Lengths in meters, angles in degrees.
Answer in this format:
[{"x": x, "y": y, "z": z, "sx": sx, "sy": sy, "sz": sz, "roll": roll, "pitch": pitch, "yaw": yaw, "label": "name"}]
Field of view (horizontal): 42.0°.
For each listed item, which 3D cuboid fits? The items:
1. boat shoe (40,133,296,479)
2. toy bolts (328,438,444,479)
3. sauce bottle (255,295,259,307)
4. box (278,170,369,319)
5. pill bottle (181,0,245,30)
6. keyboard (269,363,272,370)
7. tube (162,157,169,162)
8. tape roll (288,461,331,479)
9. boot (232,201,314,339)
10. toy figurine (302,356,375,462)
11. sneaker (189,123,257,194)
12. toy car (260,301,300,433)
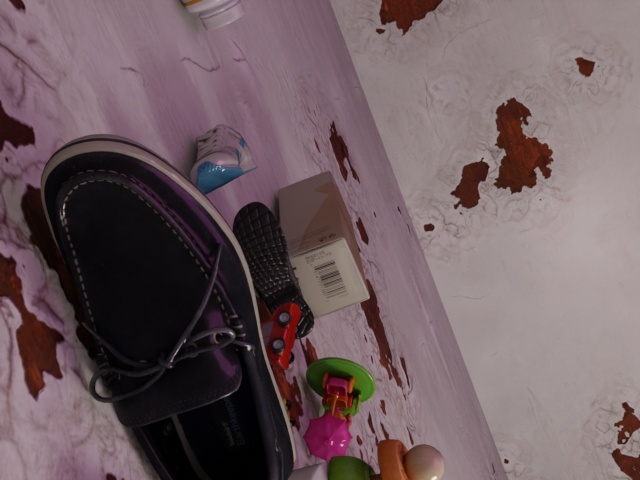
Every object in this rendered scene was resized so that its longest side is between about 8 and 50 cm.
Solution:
[{"x": -0.153, "y": 0.120, "z": 0.912, "sx": 0.156, "sy": 0.186, "sz": 0.500, "roll": -90, "pitch": 162, "yaw": -65, "label": "boat shoe"}, {"x": 0.132, "y": 0.421, "z": 1.213, "sx": 0.228, "sy": 0.158, "sz": 0.218, "roll": 57, "pitch": 20, "yaw": -43, "label": "toy bolts"}, {"x": -0.118, "y": 0.125, "z": 1.292, "sx": 0.128, "sy": 0.042, "sz": 0.042, "roll": -71, "pitch": 140, "yaw": -67, "label": "sauce bottle"}, {"x": 0.000, "y": 0.000, "z": 1.616, "sx": 0.311, "sy": 0.121, "sz": 0.148, "roll": -99, "pitch": 166, "yaw": -61, "label": "box"}, {"x": -0.220, "y": -0.501, "z": 1.527, "sx": 0.117, "sy": 0.117, "sz": 0.215, "roll": -80, "pitch": 148, "yaw": -61, "label": "pill bottle"}, {"x": -0.109, "y": 0.202, "z": 1.228, "sx": 0.180, "sy": 0.023, "sz": 0.108, "roll": -29, "pitch": 124, "yaw": -69, "label": "keyboard"}, {"x": -0.197, "y": -0.036, "z": 1.205, "sx": 0.207, "sy": 0.052, "sz": 0.080, "roll": 62, "pitch": 24, "yaw": -51, "label": "tube"}, {"x": -0.002, "y": 0.467, "z": 1.185, "sx": 0.286, "sy": 0.100, "sz": 0.286, "roll": -18, "pitch": 90, "yaw": -76, "label": "tape roll"}, {"x": -0.090, "y": 0.047, "z": 1.414, "sx": 0.161, "sy": 0.083, "sz": 0.247, "roll": -141, "pitch": -151, "yaw": -76, "label": "boot"}, {"x": 0.019, "y": 0.322, "z": 1.476, "sx": 0.159, "sy": 0.130, "sz": 0.173, "roll": -71, "pitch": 167, "yaw": -45, "label": "toy figurine"}, {"x": -0.171, "y": -0.134, "z": 1.355, "sx": 0.092, "sy": 0.087, "sz": 0.229, "roll": 63, "pitch": 9, "yaw": -6, "label": "sneaker"}, {"x": -0.089, "y": 0.218, "z": 1.167, "sx": 0.225, "sy": 0.053, "sz": 0.239, "roll": -28, "pitch": 123, "yaw": -70, "label": "toy car"}]
